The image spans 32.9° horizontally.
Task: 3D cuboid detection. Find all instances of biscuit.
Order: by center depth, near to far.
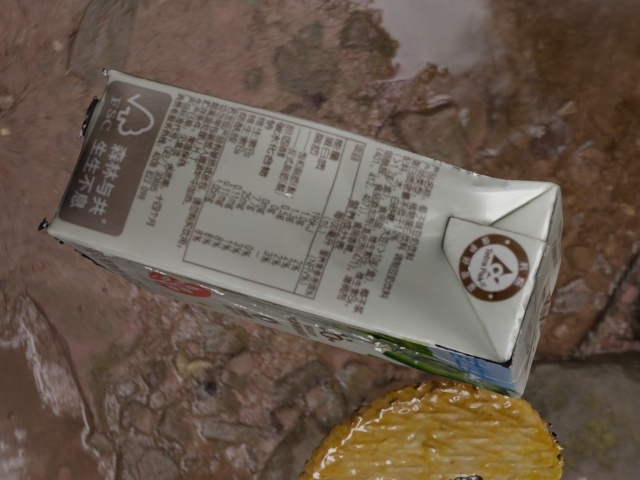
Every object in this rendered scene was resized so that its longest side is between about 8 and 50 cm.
[{"bbox_3d":[0.096,0.224,0.971,0.254,0.035,0.254,-7,121,-12],"label":"biscuit"}]

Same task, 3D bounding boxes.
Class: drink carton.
[{"bbox_3d":[-0.001,0.000,0.768,0.324,0.194,0.132,16,81,15],"label":"drink carton"}]

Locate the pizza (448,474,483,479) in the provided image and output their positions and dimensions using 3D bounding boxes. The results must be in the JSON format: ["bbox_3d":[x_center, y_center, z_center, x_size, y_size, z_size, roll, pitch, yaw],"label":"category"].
[{"bbox_3d":[0.123,0.212,0.717,0.178,0.041,0.131,-24,97,-19],"label":"pizza"}]
